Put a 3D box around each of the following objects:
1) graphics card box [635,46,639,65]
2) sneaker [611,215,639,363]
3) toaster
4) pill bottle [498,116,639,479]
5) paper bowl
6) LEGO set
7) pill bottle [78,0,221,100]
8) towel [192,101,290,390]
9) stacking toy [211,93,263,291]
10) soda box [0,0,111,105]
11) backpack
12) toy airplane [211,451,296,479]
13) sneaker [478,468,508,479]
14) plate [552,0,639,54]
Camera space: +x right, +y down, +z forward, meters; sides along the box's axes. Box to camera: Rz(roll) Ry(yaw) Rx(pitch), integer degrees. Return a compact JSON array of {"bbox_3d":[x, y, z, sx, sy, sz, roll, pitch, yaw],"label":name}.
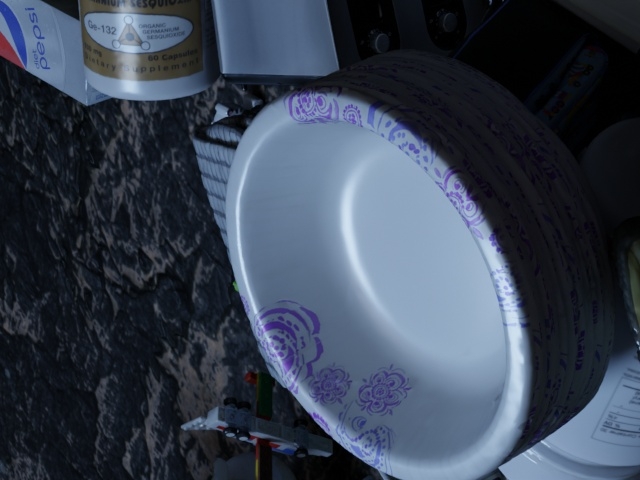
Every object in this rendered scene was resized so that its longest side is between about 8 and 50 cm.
[{"bbox_3d":[0.318,-0.173,1.125,0.371,0.094,0.233,107,154,-43],"label":"graphics card box"},{"bbox_3d":[0.348,0.109,1.241,0.182,0.158,0.410,-41,106,16],"label":"sneaker"},{"bbox_3d":[0.015,-0.187,1.554,0.185,0.168,0.110,7,111,49],"label":"toaster"},{"bbox_3d":[0.224,0.062,1.421,0.160,0.160,0.283,46,138,27],"label":"pill bottle"},{"bbox_3d":[0.079,0.011,1.309,0.284,0.148,0.284,26,129,38],"label":"paper bowl"},{"bbox_3d":[-0.006,0.187,1.730,0.060,0.182,0.244,-32,91,43],"label":"LEGO set"},{"bbox_3d":[-0.157,-0.254,1.762,0.131,0.131,0.229,26,127,42],"label":"pill bottle"},{"bbox_3d":[0.000,0.000,1.574,0.283,0.121,0.235,-162,54,-75],"label":"towel"},{"bbox_3d":[-0.026,-0.015,1.790,0.167,0.052,0.221,28,129,41],"label":"stacking toy"},{"bbox_3d":[-0.283,-0.235,1.961,0.286,0.098,0.091,30,130,39],"label":"soda box"},{"bbox_3d":[0.136,-0.081,1.469,0.117,0.158,0.173,34,154,18],"label":"backpack"},{"bbox_3d":[-0.117,0.323,1.831,0.386,0.384,0.272,-11,55,64],"label":"toy airplane"},{"bbox_3d":[0.143,0.145,1.645,0.110,0.107,0.275,-174,71,-71],"label":"sneaker"},{"bbox_3d":[0.209,-0.255,1.355,0.277,0.045,0.278,39,140,34],"label":"plate"}]
